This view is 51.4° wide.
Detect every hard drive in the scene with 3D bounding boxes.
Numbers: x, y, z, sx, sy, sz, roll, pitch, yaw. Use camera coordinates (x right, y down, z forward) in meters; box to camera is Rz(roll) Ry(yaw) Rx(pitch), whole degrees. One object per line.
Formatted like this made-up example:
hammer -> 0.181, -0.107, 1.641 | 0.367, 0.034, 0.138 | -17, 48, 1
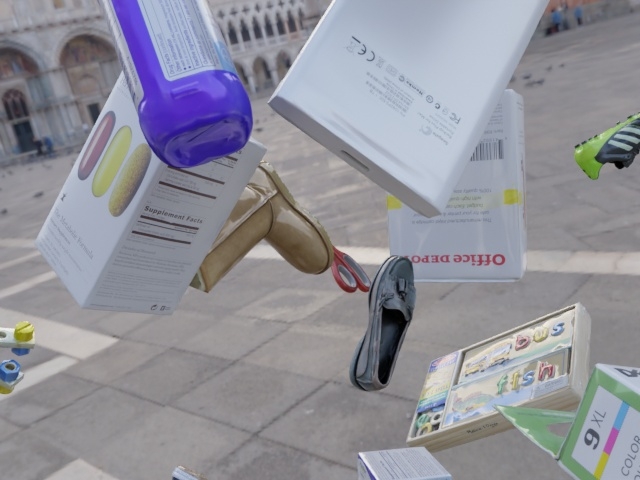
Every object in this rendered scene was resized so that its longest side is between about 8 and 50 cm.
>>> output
hard drive -> 0.106, -0.206, 0.693 | 0.307, 0.203, 0.040 | -61, 15, -18

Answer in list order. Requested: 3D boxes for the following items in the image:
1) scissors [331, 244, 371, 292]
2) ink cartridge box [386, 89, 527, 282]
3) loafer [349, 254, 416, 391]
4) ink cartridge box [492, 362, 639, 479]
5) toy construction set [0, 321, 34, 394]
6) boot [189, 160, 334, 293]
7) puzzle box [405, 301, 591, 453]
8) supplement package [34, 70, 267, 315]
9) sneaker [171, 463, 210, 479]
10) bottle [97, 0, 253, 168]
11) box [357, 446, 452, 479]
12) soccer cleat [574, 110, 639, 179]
scissors -> 0.000, 0.000, 1.427 | 0.021, 0.297, 0.109 | -47, -16, 29
ink cartridge box -> 0.293, -0.111, 1.431 | 0.279, 0.384, 0.160 | -1, 6, 24
loafer -> 0.133, 0.153, 1.234 | 0.096, 0.267, 0.084 | 23, -16, -21
ink cartridge box -> 0.192, 0.109, 0.312 | 0.109, 0.062, 0.209 | 10, 13, -25
toy construction set -> -0.630, 0.175, 1.007 | 0.328, 0.151, 0.215 | 9, 29, 0
boot -> -0.115, 0.010, 1.033 | 0.089, 0.236, 0.269 | -37, 4, 36
puzzle box -> 0.382, 0.300, 1.431 | 0.409, 0.052, 0.272 | -32, 15, 36
supplement package -> -0.201, -0.052, 0.779 | 0.139, 0.244, 0.134 | 40, 15, 33
sneaker -> -0.245, 0.549, 1.275 | 0.099, 0.282, 0.153 | 20, 57, 27
bottle -> -0.143, -0.207, 0.575 | 0.092, 0.282, 0.118 | -20, -11, -6
box -> 0.148, 0.435, 1.196 | 0.137, 0.072, 0.126 | -1, 6, -13
soccer cleat -> 0.503, -0.162, 1.089 | 0.179, 0.072, 0.060 | -29, -2, 1
